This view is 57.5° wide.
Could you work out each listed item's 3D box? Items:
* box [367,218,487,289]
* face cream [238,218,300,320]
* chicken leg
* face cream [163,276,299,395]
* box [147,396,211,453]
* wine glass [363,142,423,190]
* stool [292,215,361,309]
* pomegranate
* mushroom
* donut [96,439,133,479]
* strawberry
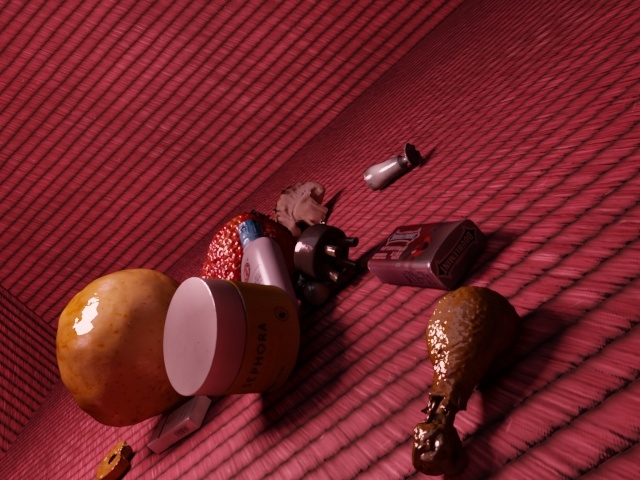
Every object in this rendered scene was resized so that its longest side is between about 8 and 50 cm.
[{"bbox_3d":[0.180,0.024,1.032,0.120,0.069,0.224,-48,15,-14],"label":"box"},{"bbox_3d":[-0.129,0.082,1.333,0.163,0.080,0.336,-64,33,37],"label":"face cream"},{"bbox_3d":[0.165,0.158,0.699,0.107,0.087,0.251,-15,37,45],"label":"chicken leg"},{"bbox_3d":[-0.172,0.185,1.121,0.218,0.179,0.218,-15,71,50],"label":"face cream"},{"bbox_3d":[-0.322,0.416,1.327,0.154,0.040,0.084,-37,19,26],"label":"box"},{"bbox_3d":[0.194,-0.196,1.568,0.155,0.072,0.072,-29,21,41],"label":"wine glass"},{"bbox_3d":[0.006,0.058,1.279,0.121,0.125,0.217,20,95,37],"label":"stool"},{"bbox_3d":[-0.418,0.248,1.395,0.410,0.410,0.410,-40,16,14],"label":"pomegranate"},{"bbox_3d":[-0.073,-0.062,1.826,0.285,0.156,0.151,-60,-6,-46],"label":"mushroom"},{"bbox_3d":[-0.503,0.548,1.432,0.097,0.043,0.108,-41,17,11],"label":"donut"},{"bbox_3d":[-0.188,0.073,1.548,0.288,0.239,0.250,-89,16,-58],"label":"strawberry"}]
